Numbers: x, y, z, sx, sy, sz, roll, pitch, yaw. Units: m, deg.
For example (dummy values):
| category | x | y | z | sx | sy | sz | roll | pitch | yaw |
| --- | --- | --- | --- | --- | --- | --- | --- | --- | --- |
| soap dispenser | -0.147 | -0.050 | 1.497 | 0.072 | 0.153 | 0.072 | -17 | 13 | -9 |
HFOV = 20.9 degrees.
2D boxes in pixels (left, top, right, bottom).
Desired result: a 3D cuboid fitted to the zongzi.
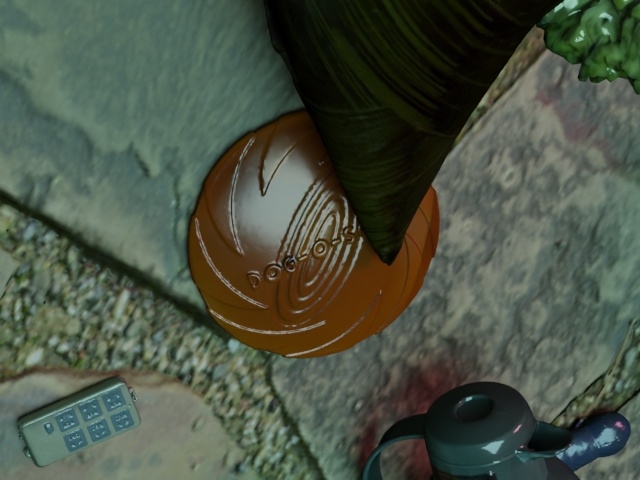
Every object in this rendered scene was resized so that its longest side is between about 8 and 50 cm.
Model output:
| category | x | y | z | sx | sy | sz | roll | pitch | yaw |
| --- | --- | --- | --- | --- | --- | --- | --- | --- | --- |
| zongzi | 0.126 | -0.159 | 1.049 | 0.208 | 0.403 | 0.432 | -40 | 123 | -41 |

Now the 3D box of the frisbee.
| category | x | y | z | sx | sy | sz | roll | pitch | yaw |
| --- | --- | --- | --- | --- | --- | --- | --- | --- | --- |
| frisbee | 0.000 | 0.000 | 1.251 | 0.192 | 0.035 | 0.192 | -7 | 111 | -18 |

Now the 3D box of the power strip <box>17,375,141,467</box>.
| category | x | y | z | sx | sy | sz | roll | pitch | yaw |
| --- | --- | --- | --- | --- | --- | --- | --- | --- | --- |
| power strip | -0.173 | 0.130 | 1.247 | 0.090 | 0.016 | 0.040 | -23 | 115 | -10 |

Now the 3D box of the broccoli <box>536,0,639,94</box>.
| category | x | y | z | sx | sy | sz | roll | pitch | yaw |
| --- | --- | --- | --- | --- | --- | --- | --- | --- | --- |
| broccoli | 0.338 | -0.280 | 1.084 | 0.275 | 0.397 | 0.353 | -23 | 113 | -38 |

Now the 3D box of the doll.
| category | x | y | z | sx | sy | sz | roll | pitch | yaw |
| --- | --- | --- | --- | --- | --- | --- | --- | --- | --- |
| doll | 0.191 | 0.172 | 1.387 | 0.125 | 0.027 | 0.037 | -24 | 115 | -7 |

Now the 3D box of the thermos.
| category | x | y | z | sx | sy | sz | roll | pitch | yaw |
| --- | --- | --- | --- | --- | --- | --- | --- | --- | --- |
| thermos | 0.132 | 0.236 | 1.322 | 0.145 | 0.182 | 0.286 | -51 | 133 | -45 |
